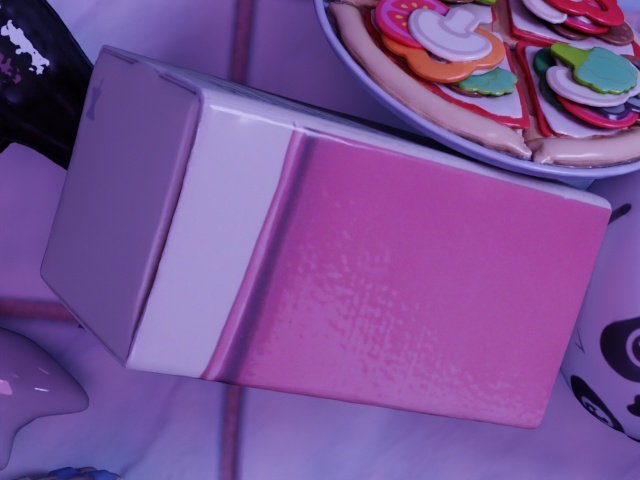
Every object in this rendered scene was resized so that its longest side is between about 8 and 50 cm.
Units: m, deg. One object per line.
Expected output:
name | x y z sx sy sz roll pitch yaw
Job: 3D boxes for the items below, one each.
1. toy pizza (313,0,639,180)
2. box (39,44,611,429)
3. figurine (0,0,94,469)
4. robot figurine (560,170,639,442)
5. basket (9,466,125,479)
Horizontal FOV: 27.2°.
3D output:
toy pizza | 0.095 -0.106 0.674 0.201 0.201 0.032 19 130 -5
box | 0.000 0.000 0.662 0.232 0.148 0.127 12 99 -29
figurine | -0.173 -0.002 0.731 0.215 0.092 0.209 -41 102 5
robot figurine | 0.261 0.045 0.708 0.278 0.173 0.209 13 98 -5
basket | -0.202 0.263 0.693 0.289 0.201 0.254 -19 100 -31
